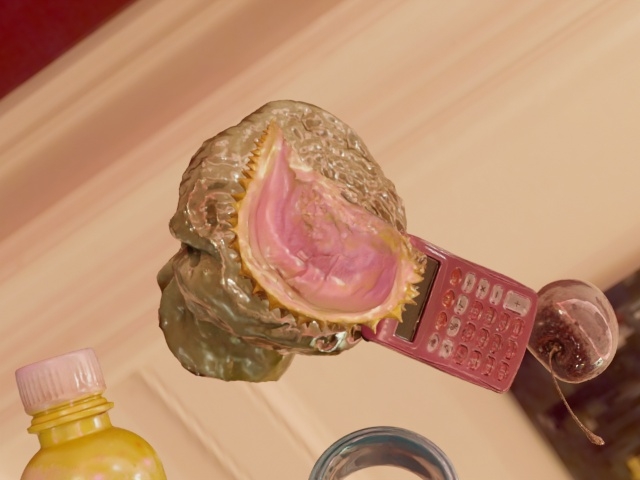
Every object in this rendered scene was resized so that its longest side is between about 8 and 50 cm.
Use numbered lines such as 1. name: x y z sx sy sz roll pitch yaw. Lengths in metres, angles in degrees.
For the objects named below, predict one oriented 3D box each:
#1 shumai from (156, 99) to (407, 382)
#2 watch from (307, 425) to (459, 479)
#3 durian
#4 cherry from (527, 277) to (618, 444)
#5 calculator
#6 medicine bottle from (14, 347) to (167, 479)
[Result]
1. shumai: -0.076 0.025 1.660 0.309 0.263 0.304 15 55 -33
2. watch: 0.063 0.309 1.590 0.211 0.211 0.193 43 22 -55
3. durian: -0.002 -0.001 1.327 0.182 0.132 0.165 27 36 -11
4. cherry: 0.328 0.132 1.814 0.188 0.115 0.148 53 8 -7
5. calculator: 0.140 0.080 1.572 0.190 0.127 0.034 24 -11 -20
6. medicine bottle: -0.186 0.197 1.179 0.122 0.122 0.212 3 69 -79
